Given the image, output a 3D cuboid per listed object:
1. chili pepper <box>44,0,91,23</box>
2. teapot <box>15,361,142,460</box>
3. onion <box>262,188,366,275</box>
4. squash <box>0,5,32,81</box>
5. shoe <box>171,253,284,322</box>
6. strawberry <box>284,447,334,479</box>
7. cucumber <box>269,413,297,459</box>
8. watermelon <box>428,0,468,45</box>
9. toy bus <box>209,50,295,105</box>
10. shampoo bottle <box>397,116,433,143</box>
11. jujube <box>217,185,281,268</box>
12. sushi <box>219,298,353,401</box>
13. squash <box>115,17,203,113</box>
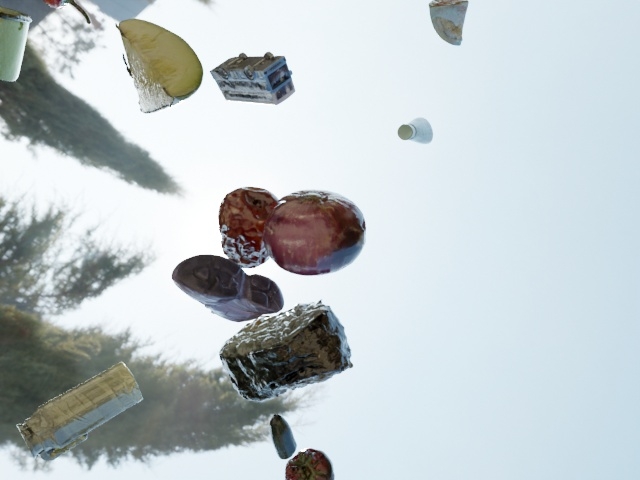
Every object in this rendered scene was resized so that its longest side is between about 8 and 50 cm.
[{"bbox_3d":[-0.480,-0.467,0.885,0.063,0.272,0.071,-39,-174,11],"label":"chili pepper"},{"bbox_3d":[-0.433,0.319,0.968,0.200,0.107,0.077,-27,-138,-33],"label":"teapot"},{"bbox_3d":[0.001,-0.013,1.075,0.200,0.207,0.201,-6,-100,37],"label":"onion"},{"bbox_3d":[-0.711,-0.429,1.066,0.220,0.220,0.133,48,-61,49],"label":"squash"},{"bbox_3d":[-0.206,0.110,1.100,0.137,0.245,0.095,-35,-135,38],"label":"shoe"},{"bbox_3d":[-0.023,0.447,1.000,0.106,0.106,0.106,-21,-133,24],"label":"strawberry"},{"bbox_3d":[-0.082,0.409,1.112,0.048,0.105,0.048,-11,-152,6],"label":"cucumber"},{"bbox_3d":[0.213,-0.353,0.838,0.061,0.085,0.085,-22,-138,53],"label":"watermelon"},{"bbox_3d":[-0.209,-0.490,1.605,0.106,0.131,0.297,-43,-141,-24],"label":"toy bus"},{"bbox_3d":[0.223,-0.256,1.244,0.041,0.069,0.190,-14,-174,26],"label":"shampoo bottle"},{"bbox_3d":[-0.165,-0.024,1.251,0.155,0.230,0.155,5,-128,-6],"label":"jujube"},{"bbox_3d":[-0.083,0.266,1.245,0.350,0.171,0.211,-24,-167,36],"label":"sushi"},{"bbox_3d":[-0.254,-0.306,0.874,0.093,0.169,0.252,-21,-163,-25],"label":"squash"}]
